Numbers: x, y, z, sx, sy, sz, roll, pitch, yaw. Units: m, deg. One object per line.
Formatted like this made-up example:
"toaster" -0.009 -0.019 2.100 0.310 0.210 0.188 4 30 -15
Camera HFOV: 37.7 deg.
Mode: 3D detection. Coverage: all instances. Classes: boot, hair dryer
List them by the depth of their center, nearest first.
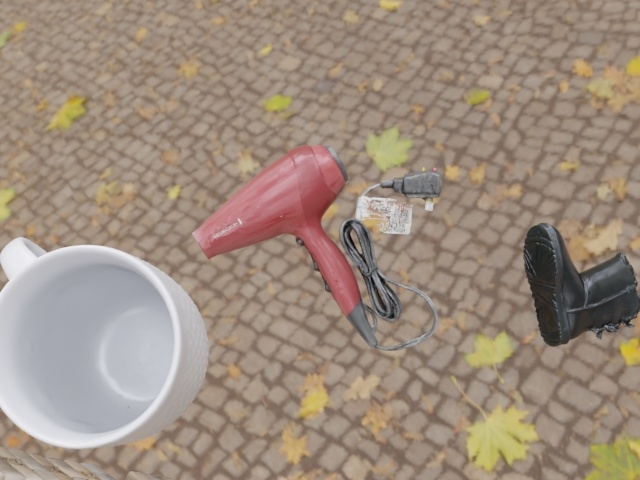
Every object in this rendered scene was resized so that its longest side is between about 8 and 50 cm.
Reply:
"boot" 0.241 0.034 0.852 0.099 0.121 0.045 -15 9 -24
"hair dryer" 0.000 0.000 1.075 0.293 0.080 0.223 8 78 -1

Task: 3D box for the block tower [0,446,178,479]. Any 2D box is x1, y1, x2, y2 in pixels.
"block tower" -0.170 0.246 0.786 0.091 0.335 0.097 12 82 51

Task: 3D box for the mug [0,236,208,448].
"mug" -0.339 0.134 1.420 0.374 0.328 0.276 43 87 11
